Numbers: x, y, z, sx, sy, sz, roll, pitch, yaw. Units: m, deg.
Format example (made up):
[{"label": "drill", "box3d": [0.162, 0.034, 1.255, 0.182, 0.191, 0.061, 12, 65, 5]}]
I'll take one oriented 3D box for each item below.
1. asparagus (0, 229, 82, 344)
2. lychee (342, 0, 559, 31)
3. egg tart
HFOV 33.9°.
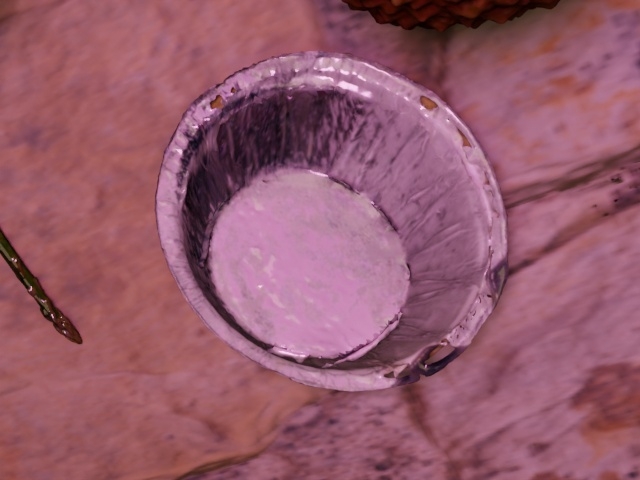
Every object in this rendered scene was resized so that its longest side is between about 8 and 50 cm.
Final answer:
[{"label": "asparagus", "box3d": [-0.223, 0.013, 0.764, 0.016, 0.016, 0.163, -29, 105, 5]}, {"label": "lychee", "box3d": [0.068, -0.189, 0.504, 0.188, 0.188, 0.188, 6, 116, 12]}, {"label": "egg tart", "box3d": [0.000, 0.000, 0.656, 0.234, 0.094, 0.234, 6, 115, 14]}]
